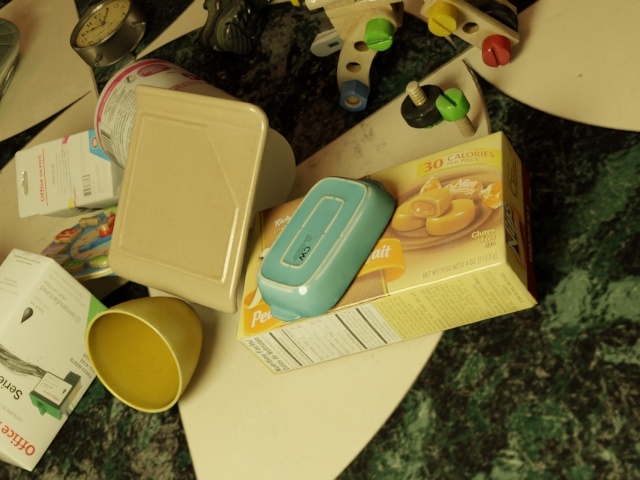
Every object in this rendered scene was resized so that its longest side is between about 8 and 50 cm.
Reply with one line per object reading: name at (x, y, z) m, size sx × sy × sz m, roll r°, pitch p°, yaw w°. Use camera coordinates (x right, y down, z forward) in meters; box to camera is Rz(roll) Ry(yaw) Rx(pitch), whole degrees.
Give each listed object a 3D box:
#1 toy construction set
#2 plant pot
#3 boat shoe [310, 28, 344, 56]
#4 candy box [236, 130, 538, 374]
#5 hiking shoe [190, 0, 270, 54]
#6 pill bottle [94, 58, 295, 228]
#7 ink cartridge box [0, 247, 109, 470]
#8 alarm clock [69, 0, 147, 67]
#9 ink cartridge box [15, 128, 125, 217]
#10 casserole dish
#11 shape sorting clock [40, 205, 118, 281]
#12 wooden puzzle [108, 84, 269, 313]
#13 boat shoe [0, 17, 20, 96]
toy construction set at (0.107, -0.322, 1.476) m, size 0.257 × 0.237 × 0.309 m, roll 10°, pitch 60°, yaw 44°
plant pot at (-0.190, 0.117, 1.401) m, size 0.134 × 0.134 × 0.095 m, roll -6°, pitch 23°, yaw 35°
boat shoe at (0.032, -0.284, 1.662) m, size 0.100 × 0.035 × 0.035 m, roll -15°, pitch 48°, yaw 37°
candy box at (0.070, 0.017, 1.303) m, size 0.316 × 0.087 × 0.183 m, roll -18°, pitch 44°, yaw 26°
hiking shoe at (-0.127, -0.381, 1.837) m, size 0.114 × 0.086 × 0.227 m, roll 2°, pitch 56°, yaw 36°
pill bottle at (-0.164, -0.125, 1.564) m, size 0.160 × 0.160 × 0.283 m, roll -47°, pitch 42°, yaw -9°
ink cartridge box at (-0.364, 0.147, 1.472) m, size 0.092 × 0.160 × 0.219 m, roll 10°, pitch 61°, yaw 44°
alarm clock at (-0.356, -0.354, 2.013) m, size 0.129 × 0.064 × 0.192 m, roll -40°, pitch 41°, yaw 0°
ink cartridge box at (-0.350, -0.093, 1.730) m, size 0.181 × 0.061 × 0.104 m, roll -11°, pitch 80°, yaw 31°
casserole dish at (0.000, 0.000, 1.276) m, size 0.114 × 0.037 × 0.188 m, roll 14°, pitch 65°, yaw 46°
shape sorting clock at (-0.280, -0.004, 1.601) m, size 0.206 × 0.040 × 0.206 m, roll -20°, pitch 23°, yaw 9°
wooden puzzle at (-0.153, -0.052, 1.406) m, size 0.221 × 0.044 × 0.239 m, roll 15°, pitch 100°, yaw 41°
boat shoe at (-0.617, -0.242, 2.097) m, size 0.118 × 0.103 × 0.320 m, roll 20°, pitch 64°, yaw 4°
